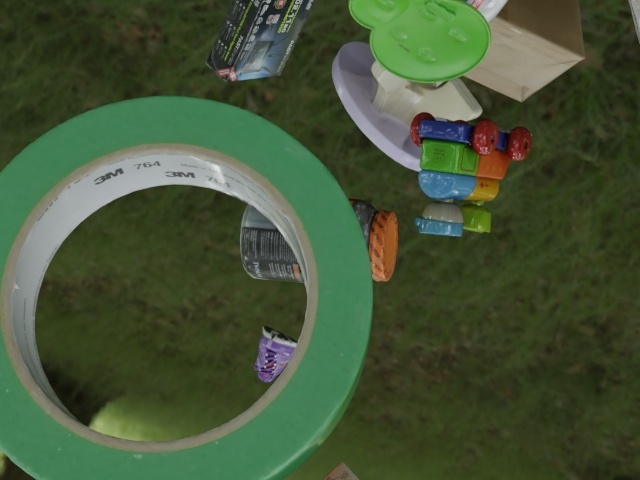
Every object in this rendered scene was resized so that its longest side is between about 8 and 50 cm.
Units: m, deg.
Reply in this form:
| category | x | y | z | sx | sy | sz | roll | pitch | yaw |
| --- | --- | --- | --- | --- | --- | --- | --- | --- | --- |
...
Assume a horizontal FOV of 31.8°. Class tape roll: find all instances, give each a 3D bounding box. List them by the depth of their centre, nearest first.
| category | x | y | z | sx | sy | sz | roll | pitch | yaw |
| --- | --- | --- | --- | --- | --- | --- | --- | --- | --- |
| tape roll | -0.120 | 0.048 | 0.871 | 0.321 | 0.321 | 0.077 | 19 | 165 | 7 |

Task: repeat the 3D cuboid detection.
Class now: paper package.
| category | x | y | z | sx | sy | sz | roll | pitch | yaw |
| --- | --- | --- | --- | --- | --- | --- | --- | --- | --- |
| paper package | 0.314 | -0.466 | 2.068 | 0.309 | 0.325 | 0.168 | 17 | 148 | -29 |

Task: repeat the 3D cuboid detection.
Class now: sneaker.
| category | x | y | z | sx | sy | sz | roll | pitch | yaw |
| --- | --- | --- | --- | --- | --- | --- | --- | --- | --- |
| sneaker | -0.074 | 0.190 | 1.805 | 0.068 | 0.071 | 0.170 | 25 | 159 | 8 |

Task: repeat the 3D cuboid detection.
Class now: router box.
| category | x | y | z | sx | sy | sz | roll | pitch | yaw |
| --- | --- | --- | --- | --- | --- | --- | --- | --- | --- |
| router box | -0.062 | -0.234 | 1.225 | 0.038 | 0.122 | 0.092 | 44 | -144 | 22 |

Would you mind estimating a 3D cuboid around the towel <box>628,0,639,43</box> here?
| category | x | y | z | sx | sy | sz | roll | pitch | yaw |
| --- | --- | --- | --- | --- | --- | --- | --- | --- | --- |
| towel | 0.616 | -0.419 | 1.756 | 0.282 | 0.187 | 0.049 | -20 | -168 | 2 |

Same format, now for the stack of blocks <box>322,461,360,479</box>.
| category | x | y | z | sx | sy | sz | roll | pitch | yaw |
| --- | --- | --- | --- | --- | --- | --- | --- | --- | --- |
| stack of blocks | -0.051 | 0.410 | 1.402 | 0.087 | 0.171 | 0.297 | 46 | 141 | 9 |

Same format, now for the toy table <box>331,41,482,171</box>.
| category | x | y | z | sx | sy | sz | roll | pitch | yaw |
| --- | --- | --- | --- | --- | --- | --- | --- | --- | --- |
| toy table | 0.149 | -0.265 | 1.872 | 0.274 | 0.252 | 0.161 | 47 | 137 | 10 |

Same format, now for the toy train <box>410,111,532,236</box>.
| category | x | y | z | sx | sy | sz | roll | pitch | yaw |
| --- | --- | --- | --- | --- | --- | --- | --- | --- | --- |
| toy train | 0.201 | -0.074 | 1.387 | 0.105 | 0.144 | 0.248 | 12 | -174 | 35 |

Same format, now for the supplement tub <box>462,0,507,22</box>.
| category | x | y | z | sx | sy | sz | roll | pitch | yaw |
| --- | --- | --- | --- | --- | --- | --- | --- | --- | --- |
| supplement tub | 0.183 | -0.470 | 1.728 | 0.272 | 0.191 | 0.191 | 30 | 163 | -6 |

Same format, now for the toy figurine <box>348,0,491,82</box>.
| category | x | y | z | sx | sy | sz | roll | pitch | yaw |
| --- | --- | --- | --- | --- | --- | --- | --- | --- | --- |
| toy figurine | 0.104 | -0.285 | 1.230 | 0.173 | 0.159 | 0.130 | 28 | 139 | -32 |

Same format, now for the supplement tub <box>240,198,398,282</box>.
| category | x | y | z | sx | sy | sz | roll | pitch | yaw |
| --- | --- | --- | --- | --- | --- | --- | --- | --- | --- |
| supplement tub | 0.000 | 0.000 | 1.469 | 0.190 | 0.117 | 0.117 | 5 | 161 | 15 |
